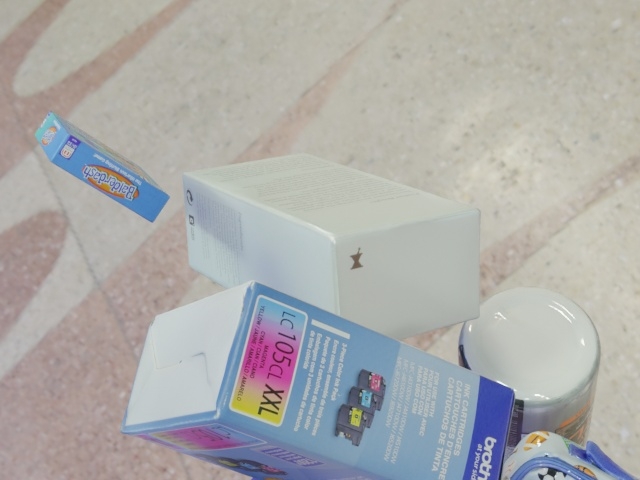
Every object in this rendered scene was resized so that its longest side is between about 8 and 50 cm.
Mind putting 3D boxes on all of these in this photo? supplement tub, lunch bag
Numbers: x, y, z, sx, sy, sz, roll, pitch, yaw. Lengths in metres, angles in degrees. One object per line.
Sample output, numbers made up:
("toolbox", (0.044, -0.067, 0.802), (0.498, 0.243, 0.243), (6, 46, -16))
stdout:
("supplement tub", (0.318, 0.241, 1.685), (0.207, 0.338, 0.207), (-4, 54, 6))
("lunch bag", (0.332, 0.385, 1.354), (0.243, 0.303, 0.115), (-62, -2, 21))

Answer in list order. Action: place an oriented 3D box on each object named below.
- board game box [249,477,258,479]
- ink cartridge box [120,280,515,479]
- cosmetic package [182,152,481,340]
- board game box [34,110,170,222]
("board game box", (-0.092, 0.496, 1.652), (0.347, 0.233, 0.078), (-46, 38, 22))
("ink cartridge box", (0.020, 0.196, 1.191), (0.270, 0.395, 0.151), (-21, 51, 58))
("cosmetic package", (0.000, 0.000, 1.550), (0.230, 0.161, 0.453), (-12, 19, -28))
("board game box", (-0.305, -0.105, 1.500), (0.047, 0.160, 0.210), (-56, 24, 2))
